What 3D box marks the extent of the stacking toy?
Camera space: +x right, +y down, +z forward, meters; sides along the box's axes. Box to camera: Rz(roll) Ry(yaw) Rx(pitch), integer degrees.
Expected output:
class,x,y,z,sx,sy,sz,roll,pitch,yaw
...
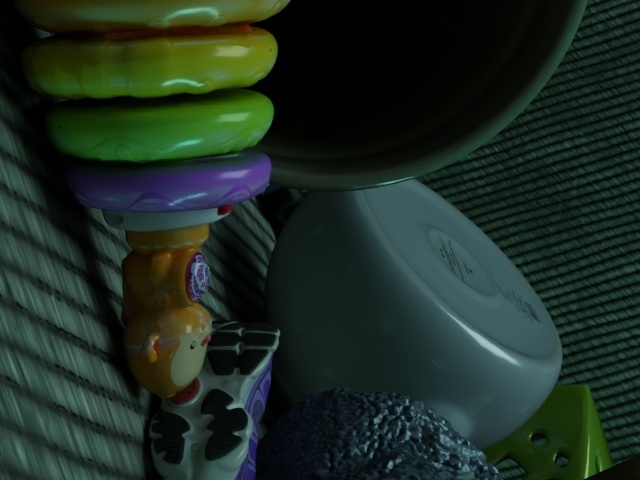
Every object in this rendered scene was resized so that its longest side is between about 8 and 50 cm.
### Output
class,x,y,z,sx,sy,sz,roll,pitch,yaw
stacking toy,-0.083,-0.065,0.816,0.175,0.165,0.302,-37,126,-72

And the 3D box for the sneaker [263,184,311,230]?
class,x,y,z,sx,sy,sz,roll,pitch,yaw
sneaker,0.000,0.000,1.456,0.188,0.067,0.078,68,3,-54

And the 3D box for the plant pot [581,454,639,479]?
class,x,y,z,sx,sy,sz,roll,pitch,yaw
plant pot,0.132,0.289,1.084,0.237,0.254,0.237,-16,90,-82

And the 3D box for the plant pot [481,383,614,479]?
class,x,y,z,sx,sy,sz,roll,pitch,yaw
plant pot,0.145,0.283,1.356,0.207,0.227,0.228,-88,161,-48

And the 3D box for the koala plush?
class,x,y,z,sx,sy,sz,roll,pitch,yaw
koala plush,0.023,0.180,0.863,0.203,0.196,0.221,63,7,5

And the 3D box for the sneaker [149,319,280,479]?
class,x,y,z,sx,sy,sz,roll,pitch,yaw
sneaker,-0.061,0.101,0.895,0.170,0.068,0.071,-76,165,-59

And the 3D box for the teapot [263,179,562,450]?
class,x,y,z,sx,sy,sz,roll,pitch,yaw
teapot,0.044,0.075,1.225,0.252,0.187,0.256,48,21,12

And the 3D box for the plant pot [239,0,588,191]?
class,x,y,z,sx,sy,sz,roll,pitch,yaw
plant pot,-0.014,-0.204,1.057,0.280,0.323,0.323,-148,-141,-77
